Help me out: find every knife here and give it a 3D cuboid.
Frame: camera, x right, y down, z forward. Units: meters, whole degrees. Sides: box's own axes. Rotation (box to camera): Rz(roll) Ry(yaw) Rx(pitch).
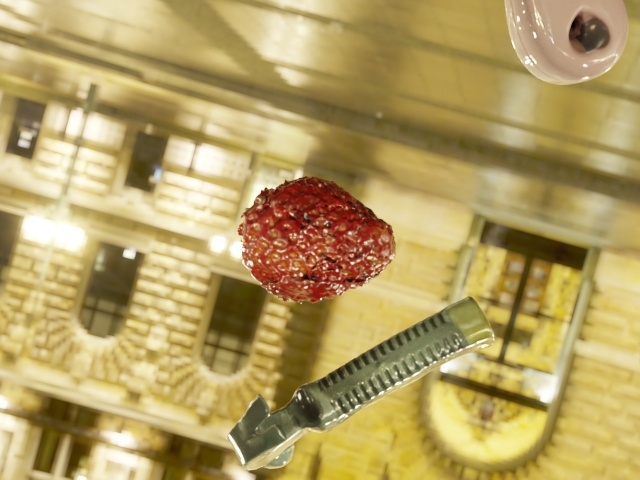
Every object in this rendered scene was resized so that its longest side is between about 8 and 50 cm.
[{"bbox_3d":[0.120,-0.259,0.790,0.081,0.336,0.043,-16,-175,-16],"label":"knife"}]

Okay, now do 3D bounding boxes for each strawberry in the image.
[{"bbox_3d":[0.000,0.000,0.842,0.096,0.083,0.083,-1,175,21],"label":"strawberry"}]

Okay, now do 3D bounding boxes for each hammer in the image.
[{"bbox_3d":[0.032,0.113,1.051,0.041,0.226,0.159,61,178,13],"label":"hammer"}]
